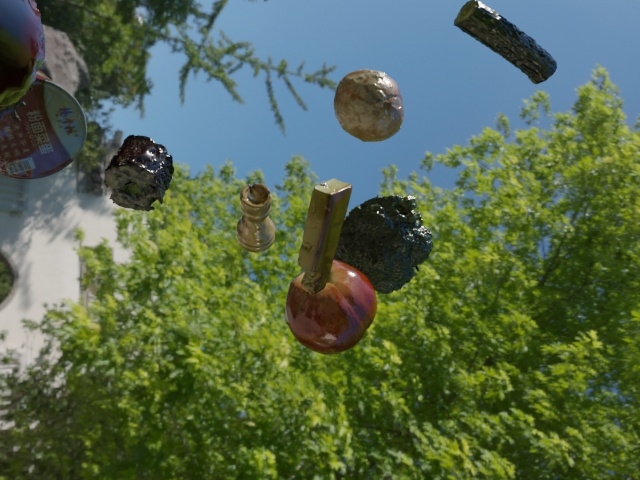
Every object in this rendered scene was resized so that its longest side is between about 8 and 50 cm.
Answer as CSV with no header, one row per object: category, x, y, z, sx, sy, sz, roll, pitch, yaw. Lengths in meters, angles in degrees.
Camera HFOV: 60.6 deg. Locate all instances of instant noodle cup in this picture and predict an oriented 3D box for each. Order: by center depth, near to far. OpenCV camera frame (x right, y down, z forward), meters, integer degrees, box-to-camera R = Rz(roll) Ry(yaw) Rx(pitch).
instant noodle cup,-0.659,-0.279,1.206,0.178,0.234,0.235,47,-56,40

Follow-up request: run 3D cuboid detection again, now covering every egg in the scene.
egg,0.134,-0.379,1.528,0.195,0.194,0.233,-58,-137,34

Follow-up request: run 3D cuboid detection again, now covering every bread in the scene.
bread,0.000,0.000,1.008,0.049,0.088,0.226,24,-62,20

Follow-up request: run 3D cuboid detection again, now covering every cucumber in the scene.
cucumber,0.309,-0.326,0.903,0.058,0.187,0.058,-54,-162,27

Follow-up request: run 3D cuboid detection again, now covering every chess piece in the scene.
chess piece,-0.105,-0.038,0.874,0.122,0.066,0.066,98,-23,-58

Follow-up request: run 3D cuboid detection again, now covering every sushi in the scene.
sushi,-0.277,-0.100,0.824,0.094,0.097,0.084,99,0,-47

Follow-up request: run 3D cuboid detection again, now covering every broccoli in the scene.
broccoli,0.181,-0.001,1.605,0.321,0.304,0.284,-31,-157,30

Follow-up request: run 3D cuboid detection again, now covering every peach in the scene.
peach,0.027,0.181,1.366,0.232,0.232,0.257,27,-35,53

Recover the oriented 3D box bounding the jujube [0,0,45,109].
jujube,-0.492,-0.275,0.691,0.376,0.258,0.259,15,-81,54
